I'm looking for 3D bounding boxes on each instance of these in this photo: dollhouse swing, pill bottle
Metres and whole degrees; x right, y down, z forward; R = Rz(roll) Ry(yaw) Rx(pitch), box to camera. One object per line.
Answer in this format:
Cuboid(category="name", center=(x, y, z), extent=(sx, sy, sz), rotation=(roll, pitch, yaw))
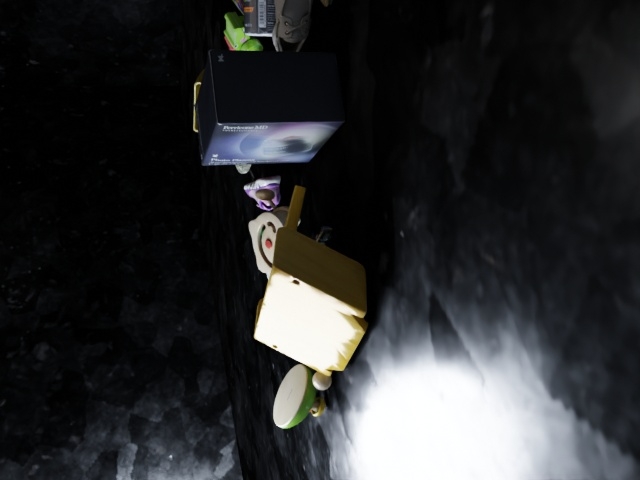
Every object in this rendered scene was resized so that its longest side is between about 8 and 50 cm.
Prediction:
Cuboid(category="dollhouse swing", center=(-0.004, 0.089, 1.453), extent=(0.305, 0.315, 0.347), rotation=(-60, -7, -38))
Cuboid(category="pill bottle", center=(-0.145, -0.686, 1.581), extent=(0.130, 0.130, 0.246), rotation=(-136, 45, -63))

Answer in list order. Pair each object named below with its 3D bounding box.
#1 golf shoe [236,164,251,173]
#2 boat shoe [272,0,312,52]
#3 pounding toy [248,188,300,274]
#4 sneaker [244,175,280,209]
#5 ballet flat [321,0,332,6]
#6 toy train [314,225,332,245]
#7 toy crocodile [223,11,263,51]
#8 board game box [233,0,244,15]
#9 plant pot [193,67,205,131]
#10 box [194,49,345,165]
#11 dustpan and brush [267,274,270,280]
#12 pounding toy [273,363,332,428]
Cuboid(category="golf shoe", center=(-0.298, -0.348, 2.266), extent=(0.086, 0.069, 0.176), rotation=(-67, -25, -87))
Cuboid(category="boat shoe", center=(-0.064, -0.539, 1.450), extent=(0.277, 0.098, 0.096), rotation=(115, 145, -73))
Cuboid(category="pounding toy", center=(-0.109, -0.030, 1.764), extent=(0.154, 0.155, 0.269), rotation=(1, 107, 43))
Cuboid(category="sneaker", center=(-0.189, -0.150, 1.939), extent=(0.236, 0.095, 0.104), rotation=(177, 80, -70))
Cuboid(category="ballet flat", center=(-0.003, -0.625, 1.275), extent=(0.073, 0.067, 0.206), rotation=(-130, 39, -58))
Cuboid(category="toy train", center=(0.000, 0.000, 1.515), extent=(0.158, 0.027, 0.036), rotation=(124, 147, -62))
Cuboid(category="toy crocodile", center=(-0.234, -0.587, 1.790), extent=(0.115, 0.105, 0.340), rotation=(61, -178, 8))
Cuboid(category="board game box", center=(-0.247, -0.826, 1.796), extent=(0.347, 0.078, 0.233), rotation=(-118, 6, -49))
Cuboid(category="plant pot", center=(-0.358, -0.537, 2.164), extent=(0.212, 0.212, 0.187), rotation=(105, 165, -46))
Cuboid(category="box", center=(-0.134, -0.307, 1.397), extent=(0.294, 0.296, 0.183), rotation=(145, 118, -69))
Cuboid(category="dustpan and brush", center=(-0.205, 0.043, 2.075), extent=(0.147, 0.060, 0.211), rotation=(-117, 28, -48))
Cuboid(category="pounding toy", center=(-0.029, 0.437, 1.651), extent=(0.237, 0.110, 0.183), rotation=(-56, 21, 17))
